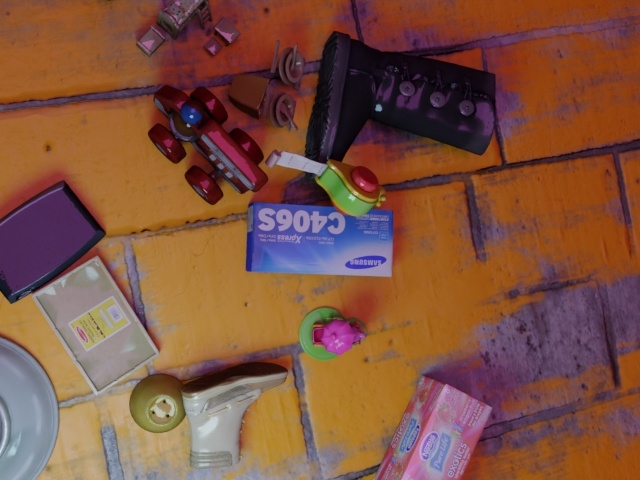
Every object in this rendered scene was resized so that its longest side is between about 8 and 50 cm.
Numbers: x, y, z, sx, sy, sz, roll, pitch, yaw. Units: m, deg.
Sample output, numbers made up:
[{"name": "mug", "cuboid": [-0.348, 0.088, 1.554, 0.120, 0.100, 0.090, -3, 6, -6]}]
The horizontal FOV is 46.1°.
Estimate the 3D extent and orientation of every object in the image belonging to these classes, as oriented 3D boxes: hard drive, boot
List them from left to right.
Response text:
[{"name": "hard drive", "cuboid": [-0.618, 0.001, 1.640, 0.254, 0.054, 0.172, -39, 98, -14]}, {"name": "boot", "cuboid": [-0.188, 0.400, 1.726, 0.261, 0.095, 0.204, -12, 104, -35]}, {"name": "boot", "cuboid": [0.206, -0.282, 1.847, 0.445, 0.146, 0.367, 13, 86, -19]}]

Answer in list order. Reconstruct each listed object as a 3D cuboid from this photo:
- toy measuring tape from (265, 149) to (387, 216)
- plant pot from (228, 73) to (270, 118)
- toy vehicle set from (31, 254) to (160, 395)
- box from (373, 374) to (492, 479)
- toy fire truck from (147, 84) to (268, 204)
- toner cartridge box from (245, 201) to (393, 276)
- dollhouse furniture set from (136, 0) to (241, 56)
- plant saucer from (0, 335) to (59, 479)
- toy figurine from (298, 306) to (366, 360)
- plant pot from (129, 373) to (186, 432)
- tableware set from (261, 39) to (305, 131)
[{"name": "toy measuring tape", "cuboid": [0.030, -0.123, 1.699, 0.330, 0.121, 0.122, 12, 84, -37]}, {"name": "plant pot", "cuboid": [-0.171, -0.346, 1.768, 0.083, 0.081, 0.082, 20, 83, -1]}, {"name": "toy vehicle set", "cuboid": [-0.497, 0.188, 1.677, 0.166, 0.035, 0.267, -32, 96, -14]}, {"name": "box", "cuboid": [0.268, 0.498, 1.819, 0.142, 0.154, 0.300, 29, 82, -13]}, {"name": "toy fire truck", "cuboid": [-0.244, -0.222, 1.650, 0.169, 0.254, 0.302, -44, 99, -13]}, {"name": "toner cartridge box", "cuboid": [0.000, 0.000, 1.803, 0.347, 0.075, 0.165, 2, 88, -16]}, {"name": "dollhouse furniture set", "cuboid": [-0.299, -0.469, 1.722, 0.161, 0.101, 0.182, 42, 78, -10]}, {"name": "plant saucer", "cuboid": [-0.757, 0.390, 1.565, 0.400, 0.100, 0.401, 0, 88, -15]}, {"name": "toy figurine", "cuboid": [0.052, 0.225, 1.765, 0.173, 0.159, 0.130, 0, 88, -16]}, {"name": "plant pot", "cuboid": [-0.357, 0.371, 1.678, 0.134, 0.095, 0.134, 1, 88, -15]}, {"name": "tableware set", "cuboid": [-0.072, -0.359, 1.774, 0.128, 0.039, 0.194, 17, 83, -60]}]
